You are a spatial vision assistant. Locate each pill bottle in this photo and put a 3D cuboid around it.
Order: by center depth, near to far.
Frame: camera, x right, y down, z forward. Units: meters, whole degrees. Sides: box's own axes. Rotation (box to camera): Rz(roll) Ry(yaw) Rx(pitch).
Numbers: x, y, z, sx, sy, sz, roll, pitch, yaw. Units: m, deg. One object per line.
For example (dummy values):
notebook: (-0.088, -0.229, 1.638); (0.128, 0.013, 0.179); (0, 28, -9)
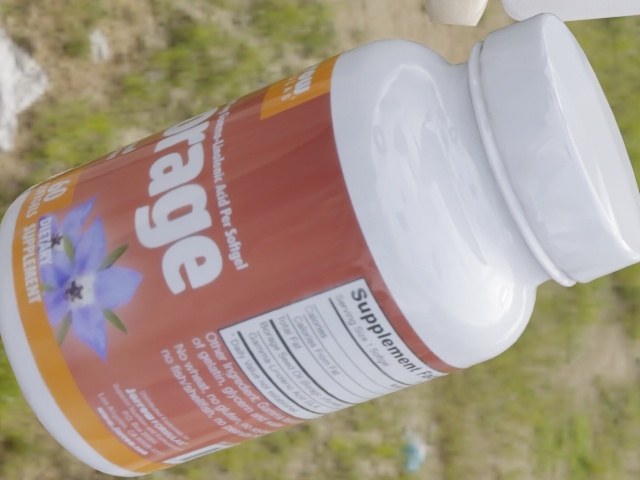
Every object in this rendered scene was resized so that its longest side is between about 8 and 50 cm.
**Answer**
pill bottle: (0.000, 0.000, 0.567); (0.121, 0.216, 0.121); (52, 26, -38)

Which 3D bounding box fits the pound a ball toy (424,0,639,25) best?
pound a ball toy: (0.209, -0.199, 0.888); (0.208, 0.319, 0.135); (-49, 135, -79)
